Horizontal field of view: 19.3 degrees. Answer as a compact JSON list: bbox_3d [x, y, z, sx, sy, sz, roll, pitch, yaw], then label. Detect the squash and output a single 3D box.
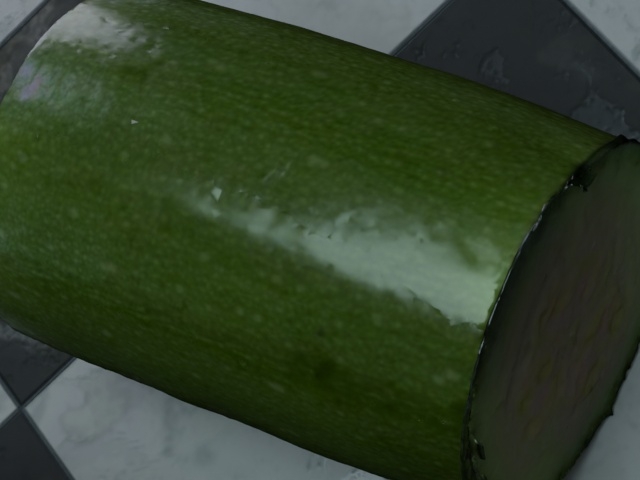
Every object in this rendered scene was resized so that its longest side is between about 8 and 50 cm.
[{"bbox_3d":[0.000,0.000,1.212,0.384,0.263,0.263,20,85,25],"label":"squash"}]
